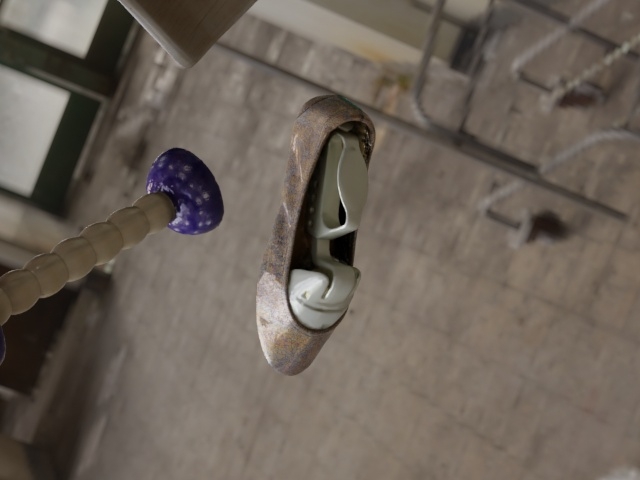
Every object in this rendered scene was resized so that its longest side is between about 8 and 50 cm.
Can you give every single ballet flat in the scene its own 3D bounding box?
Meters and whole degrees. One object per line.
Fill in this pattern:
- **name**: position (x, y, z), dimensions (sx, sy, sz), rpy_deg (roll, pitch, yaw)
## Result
- **ballet flat**: position (0.000, 0.000, 1.672), dimensions (0.106, 0.107, 0.316), rpy_deg (15, 101, 53)

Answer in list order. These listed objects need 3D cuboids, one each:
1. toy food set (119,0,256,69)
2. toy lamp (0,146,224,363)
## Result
- **toy food set**: position (-0.048, -0.289, 0.946), dimensions (0.306, 0.220, 0.092), rpy_deg (-43, 9, 7)
- **toy lamp**: position (-0.188, 0.019, 1.078), dimensions (0.274, 0.080, 0.080), rpy_deg (-36, -8, -38)
